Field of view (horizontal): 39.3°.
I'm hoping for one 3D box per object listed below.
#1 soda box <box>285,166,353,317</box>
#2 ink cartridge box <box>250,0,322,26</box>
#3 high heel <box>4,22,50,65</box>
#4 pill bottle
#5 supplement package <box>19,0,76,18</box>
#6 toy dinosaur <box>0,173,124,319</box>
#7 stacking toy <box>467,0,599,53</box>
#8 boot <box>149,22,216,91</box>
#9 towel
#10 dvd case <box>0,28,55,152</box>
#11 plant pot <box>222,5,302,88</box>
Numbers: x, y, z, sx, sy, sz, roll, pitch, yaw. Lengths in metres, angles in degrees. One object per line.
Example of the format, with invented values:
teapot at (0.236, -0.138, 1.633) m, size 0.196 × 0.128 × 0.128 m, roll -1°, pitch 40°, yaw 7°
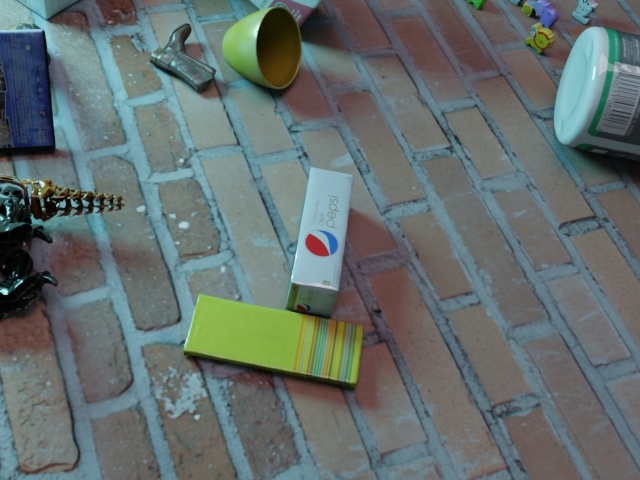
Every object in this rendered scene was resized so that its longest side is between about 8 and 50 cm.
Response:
soda box at (0.000, 0.000, 1.300) m, size 0.069 × 0.074 × 0.216 m, roll 10°, pitch 53°, yaw -3°
ink cartridge box at (-0.090, -0.519, 1.527) m, size 0.283 × 0.207 × 0.117 m, roll 40°, pitch 60°, yaw -10°
high heel at (-0.550, -0.259, 1.417) m, size 0.261 × 0.093 × 0.186 m, roll -27°, pitch 32°, yaw -8°
pill bottle at (0.594, -0.222, 1.492) m, size 0.361 × 0.204 × 0.204 m, roll 12°, pitch 53°, yaw -2°
supplement package at (-0.442, -0.524, 1.574) m, size 0.139 × 0.134 × 0.244 m, roll 35°, pitch 56°, yaw 17°
toy dinosaur at (-0.440, -0.029, 1.207) m, size 0.322 × 0.164 × 0.218 m, roll -27°, pitch 43°, yaw -3°
stacking toy at (0.406, -0.465, 1.734) m, size 0.167 × 0.052 × 0.221 m, roll -34°, pitch 65°, yaw -30°
boot at (-0.213, -0.308, 1.515) m, size 0.114 × 0.037 × 0.106 m, roll 30°, pitch 67°, yaw 16°
towel at (-0.061, 0.137, 1.225) m, size 0.237 × 0.021 × 0.102 m, roll 11°, pitch 47°, yaw -1°
dvd case at (-0.528, -0.215, 1.319) m, size 0.253 × 0.180 × 0.022 m, roll -5°, pitch 17°, yaw -14°
plant pot at (-0.106, -0.323, 1.502) m, size 0.095 × 0.134 × 0.134 m, roll 8°, pitch 47°, yaw 32°
